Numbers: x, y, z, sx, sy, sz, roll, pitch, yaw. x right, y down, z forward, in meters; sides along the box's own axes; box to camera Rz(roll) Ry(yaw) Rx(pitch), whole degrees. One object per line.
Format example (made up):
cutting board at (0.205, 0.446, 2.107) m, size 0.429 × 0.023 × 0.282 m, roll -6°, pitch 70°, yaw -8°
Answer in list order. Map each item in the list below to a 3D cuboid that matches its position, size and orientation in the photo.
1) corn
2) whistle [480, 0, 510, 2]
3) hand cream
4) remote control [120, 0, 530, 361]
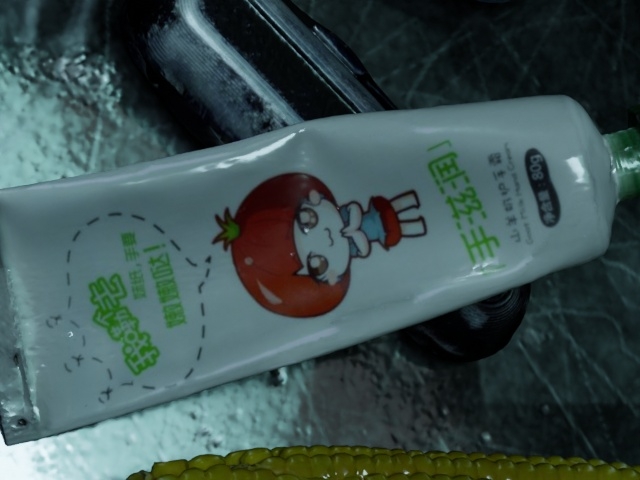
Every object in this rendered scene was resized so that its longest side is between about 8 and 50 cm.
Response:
corn at (0.059, 0.157, 0.813) m, size 0.322 × 0.119 × 0.119 m, roll 4°, pitch 78°, yaw -12°
whistle at (0.109, -0.170, 0.911) m, size 0.158 × 0.090 × 0.090 m, roll -10°, pitch 82°, yaw -19°
hand cream at (0.000, 0.000, 0.810) m, size 0.336 × 0.076 × 0.121 m, roll -14°, pitch 94°, yaw 0°
remote control at (0.009, -0.045, 0.862) m, size 0.266 × 0.066 × 0.090 m, roll 44°, pitch 77°, yaw -4°
